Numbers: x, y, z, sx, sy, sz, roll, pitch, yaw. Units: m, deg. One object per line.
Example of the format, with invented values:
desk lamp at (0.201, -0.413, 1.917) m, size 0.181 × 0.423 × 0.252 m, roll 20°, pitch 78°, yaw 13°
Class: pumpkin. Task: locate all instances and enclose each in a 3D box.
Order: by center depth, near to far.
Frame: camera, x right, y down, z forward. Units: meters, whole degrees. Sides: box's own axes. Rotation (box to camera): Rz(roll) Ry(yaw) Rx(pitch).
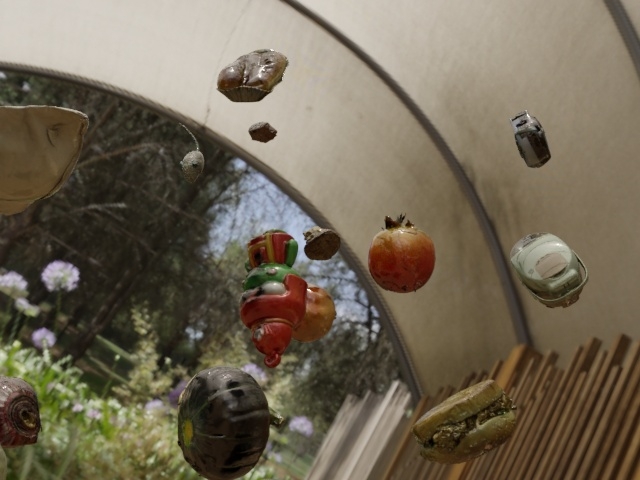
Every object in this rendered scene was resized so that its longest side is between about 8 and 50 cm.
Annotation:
pumpkin at (-0.236, 0.475, 1.919) m, size 0.295 × 0.296 × 0.296 m, roll 28°, pitch -17°, yaw 9°

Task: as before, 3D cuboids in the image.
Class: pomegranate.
pomegranate at (0.234, 0.040, 2.117) m, size 0.210 × 0.235 × 0.210 m, roll -13°, pitch -3°, yaw -1°
pomegranate at (-0.046, 0.253, 2.496) m, size 0.209 × 0.209 × 0.209 m, roll 28°, pitch -17°, yaw 9°

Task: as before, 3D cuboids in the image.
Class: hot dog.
hot dog at (-0.180, -0.453, 1.940) m, size 0.162 × 0.270 × 0.082 m, roll 8°, pitch -54°, yaw 11°

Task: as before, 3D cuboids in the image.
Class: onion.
onion at (-0.891, 0.466, 1.940) m, size 0.216 × 0.207 × 0.206 m, roll -21°, pitch -24°, yaw 25°

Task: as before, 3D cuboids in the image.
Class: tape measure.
tape measure at (0.370, -0.177, 1.266) m, size 0.054 × 0.094 × 0.091 m, roll -22°, pitch -41°, yaw 16°

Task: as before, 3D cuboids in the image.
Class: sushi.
sushi at (-0.155, -0.287, 1.932) m, size 0.060 × 0.061 × 0.118 m, roll 56°, pitch -9°, yaw -26°

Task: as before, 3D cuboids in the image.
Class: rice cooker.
rice cooker at (0.546, 0.072, 1.726) m, size 0.127 × 0.145 × 0.206 m, roll 53°, pitch 6°, yaw -44°

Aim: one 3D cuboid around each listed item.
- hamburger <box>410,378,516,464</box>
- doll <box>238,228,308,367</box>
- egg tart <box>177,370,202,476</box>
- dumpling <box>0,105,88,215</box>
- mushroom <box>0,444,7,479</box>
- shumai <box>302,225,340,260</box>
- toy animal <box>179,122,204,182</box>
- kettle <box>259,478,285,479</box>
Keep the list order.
hamburger at (0.273, 0.362, 1.389) m, size 0.189 × 0.215 × 0.122 m, roll -38°, pitch -106°, yaw 44°
doll at (-0.118, 0.149, 1.813) m, size 0.182 × 0.363 × 0.160 m, roll -20°, pitch -38°, yaw 29°
egg tart at (-0.345, 0.590, 2.326) m, size 0.149 × 0.352 × 0.352 m, roll -9°, pitch -27°, yaw 9°
dumpling at (-0.704, -0.197, 1.652) m, size 0.341 × 0.181 × 0.260 m, roll -17°, pitch -25°, yaw 41°
mushroom at (-0.689, 0.409, 1.315) m, size 0.267 × 0.164 × 0.189 m, roll 38°, pitch -24°, yaw -31°
shumai at (0.005, 0.002, 2.540) m, size 0.123 × 0.105 × 0.139 m, roll 17°, pitch -28°, yaw -27°
toy animal at (-0.433, -0.296, 2.434) m, size 0.070 × 0.253 × 0.079 m, roll -15°, pitch -38°, yaw 7°
kettle at (-0.073, 0.801, 1.651) m, size 0.250 × 0.377 × 0.361 m, roll 21°, pitch -1°, yaw -33°
